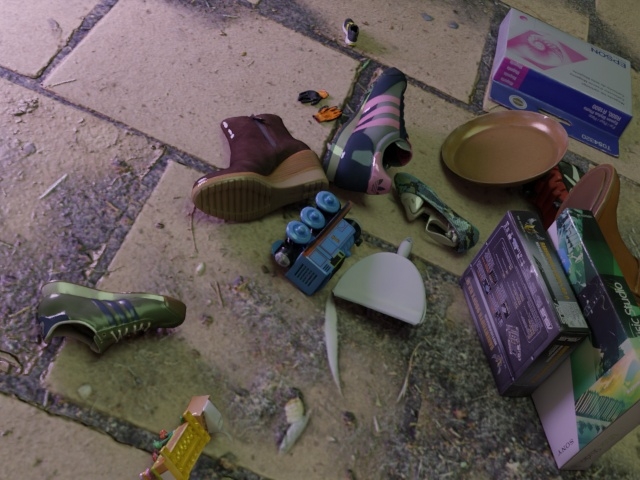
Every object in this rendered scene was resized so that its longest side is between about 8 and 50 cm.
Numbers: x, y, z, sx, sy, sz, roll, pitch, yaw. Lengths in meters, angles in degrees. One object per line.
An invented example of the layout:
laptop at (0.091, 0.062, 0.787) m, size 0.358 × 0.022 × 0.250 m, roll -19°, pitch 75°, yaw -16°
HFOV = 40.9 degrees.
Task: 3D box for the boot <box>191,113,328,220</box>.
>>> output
boot at (-0.128, -0.130, 1.421) m, size 0.248 × 0.090 × 0.207 m, roll -9°, pitch 43°, yaw -30°

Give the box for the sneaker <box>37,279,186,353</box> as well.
sneaker at (-0.275, 0.113, 1.129) m, size 0.192 × 0.064 × 0.086 m, roll 11°, pitch 54°, yaw -16°

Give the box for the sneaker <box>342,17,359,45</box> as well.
sneaker at (0.069, -0.447, 1.814) m, size 0.031 × 0.035 × 0.083 m, roll 9°, pitch 47°, yaw -19°

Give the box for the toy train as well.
toy train at (0.000, 0.000, 1.350) m, size 0.105 × 0.080 × 0.184 m, roll 41°, pitch 43°, yaw 1°

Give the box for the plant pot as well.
plant pot at (0.351, -0.171, 1.632) m, size 0.236 × 0.032 × 0.236 m, roll -9°, pitch 40°, yaw 8°

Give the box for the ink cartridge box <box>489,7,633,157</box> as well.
ink cartridge box at (0.554, -0.368, 1.951) m, size 0.324 × 0.071 × 0.330 m, roll 23°, pitch 43°, yaw -5°

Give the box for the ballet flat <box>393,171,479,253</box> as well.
ballet flat at (0.190, -0.046, 1.491) m, size 0.188 × 0.070 × 0.070 m, roll 38°, pitch 45°, yaw 15°

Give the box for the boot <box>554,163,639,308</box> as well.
boot at (0.507, 0.033, 1.457) m, size 0.220 × 0.109 × 0.284 m, roll 20°, pitch 80°, yaw -20°

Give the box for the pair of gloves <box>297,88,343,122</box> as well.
pair of gloves at (0.000, -0.258, 1.628) m, size 0.074 × 0.010 × 0.083 m, roll -23°, pitch 62°, yaw -38°

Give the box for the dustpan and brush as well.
dustpan and brush at (0.117, 0.052, 1.378) m, size 0.147 × 0.060 × 0.211 m, roll 20°, pitch 50°, yaw 10°

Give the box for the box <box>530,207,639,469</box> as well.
box at (0.381, 0.146, 1.283) m, size 0.058 × 0.232 × 0.322 m, roll 4°, pitch 49°, yaw -22°

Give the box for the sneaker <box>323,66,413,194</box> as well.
sneaker at (0.116, -0.191, 1.548) m, size 0.131 × 0.112 × 0.319 m, roll 23°, pitch 52°, yaw 9°

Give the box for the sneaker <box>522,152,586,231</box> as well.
sneaker at (0.473, -0.054, 1.603) m, size 0.135 × 0.098 × 0.276 m, roll 4°, pitch 47°, yaw -19°

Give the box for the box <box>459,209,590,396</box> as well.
box at (0.307, 0.098, 1.328) m, size 0.056 × 0.183 × 0.231 m, roll 4°, pitch 48°, yaw -21°

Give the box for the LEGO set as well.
LEGO set at (-0.178, 0.305, 0.996) m, size 0.132 × 0.107 × 0.287 m, roll 38°, pitch 26°, yaw -42°
